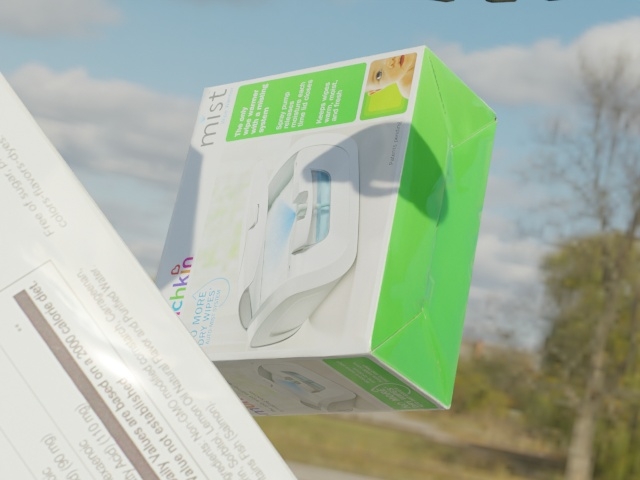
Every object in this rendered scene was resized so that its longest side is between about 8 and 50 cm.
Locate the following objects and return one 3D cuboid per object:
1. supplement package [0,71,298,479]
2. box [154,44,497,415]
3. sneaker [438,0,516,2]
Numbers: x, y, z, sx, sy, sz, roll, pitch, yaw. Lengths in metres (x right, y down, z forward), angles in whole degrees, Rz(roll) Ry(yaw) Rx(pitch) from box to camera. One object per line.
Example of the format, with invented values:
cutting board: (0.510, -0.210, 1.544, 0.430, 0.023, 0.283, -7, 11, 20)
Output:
supplement package: (-0.171, 0.093, 0.456, 0.198, 0.263, 0.199, 53, -18, 11)
box: (0.000, 0.000, 1.280, 0.231, 0.261, 0.127, -5, -28, 35)
sneaker: (0.142, -0.144, 0.464, 0.344, 0.146, 0.134, 4, 21, 11)
